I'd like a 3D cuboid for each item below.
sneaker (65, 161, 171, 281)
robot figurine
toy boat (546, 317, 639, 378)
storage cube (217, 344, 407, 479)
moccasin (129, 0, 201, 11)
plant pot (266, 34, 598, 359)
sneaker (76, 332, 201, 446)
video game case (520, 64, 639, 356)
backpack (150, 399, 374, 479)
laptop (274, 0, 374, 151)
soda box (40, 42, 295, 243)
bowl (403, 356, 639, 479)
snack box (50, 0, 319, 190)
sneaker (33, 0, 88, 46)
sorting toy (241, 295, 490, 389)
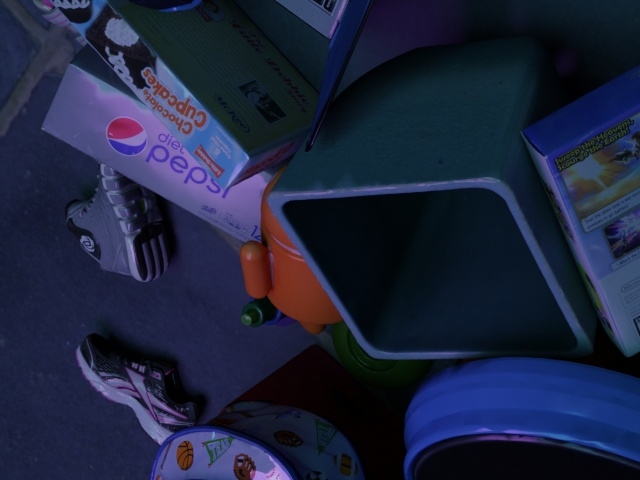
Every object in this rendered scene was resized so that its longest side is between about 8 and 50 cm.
[{"bbox_3d":[-0.258,-0.063,1.968,0.132,0.086,0.228,3,105,38],"label":"sneaker"},{"bbox_3d":[0.001,-0.001,1.746,0.158,0.128,0.219,5,138,4],"label":"robot figurine"},{"bbox_3d":[0.269,0.120,1.665,0.151,0.151,0.231,36,118,14],"label":"toy boat"},{"bbox_3d":[-0.032,0.266,1.883,0.184,0.193,0.215,41,124,12],"label":"storage cube"},{"bbox_3d":[-0.156,-0.407,1.681,0.138,0.117,0.341,-3,87,43],"label":"moccasin"},{"bbox_3d":[0.142,-0.057,1.608,0.248,0.252,0.247,-3,137,32],"label":"plant pot"},{"bbox_3d":[-0.214,0.170,2.045,0.178,0.072,0.077,40,112,3],"label":"sneaker"},{"bbox_3d":[0.340,-0.058,1.478,0.270,0.061,0.244,-29,124,-2],"label":"video game case"},{"bbox_3d":[-0.066,0.300,1.684,0.277,0.213,0.263,0,97,34],"label":"backpack"},{"bbox_3d":[-0.021,-0.365,1.588,0.408,0.236,0.382,39,123,24],"label":"laptop"},{"bbox_3d":[-0.153,-0.108,1.832,0.286,0.091,0.098,29,123,-2],"label":"soda box"},{"bbox_3d":[0.264,0.248,1.635,0.391,0.077,0.391,16,150,9],"label":"bowl"},{"bbox_3d":[-0.146,-0.209,1.782,0.322,0.187,0.060,48,125,8],"label":"snack box"},{"bbox_3d":[-0.262,-0.265,1.877,0.252,0.111,0.103,52,125,5],"label":"sneaker"},{"bbox_3d":[0.065,0.133,1.818,0.366,0.126,0.127,24,118,21],"label":"sorting toy"}]
